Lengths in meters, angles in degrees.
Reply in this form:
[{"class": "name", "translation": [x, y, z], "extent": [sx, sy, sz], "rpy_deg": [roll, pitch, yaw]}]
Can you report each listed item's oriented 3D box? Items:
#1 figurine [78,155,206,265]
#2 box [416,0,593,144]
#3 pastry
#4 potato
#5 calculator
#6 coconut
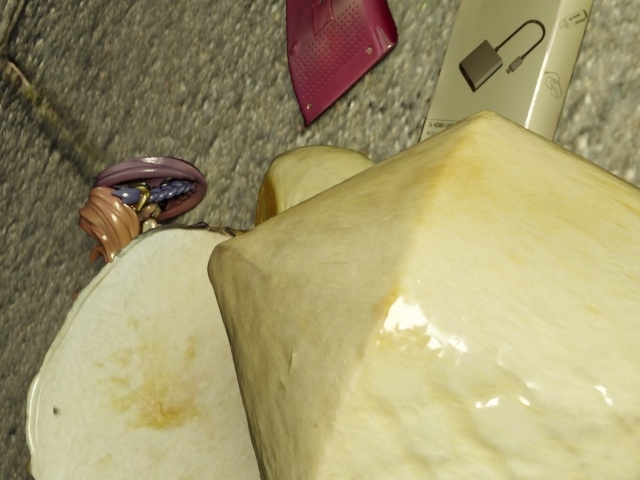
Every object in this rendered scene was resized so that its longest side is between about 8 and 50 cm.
[{"class": "figurine", "translation": [-0.172, -0.002, 1.574], "extent": [0.126, 0.114, 0.157], "rpy_deg": [93, -173, -84]}, {"class": "box", "translation": [0.131, -0.105, 1.257], "extent": [0.129, 0.033, 0.247], "rpy_deg": [13, 85, 58]}, {"class": "pastry", "translation": [0.000, 0.000, 1.320], "extent": [0.156, 0.092, 0.156], "rpy_deg": [180, 90, -80]}, {"class": "potato", "translation": [-0.070, 0.149, 1.262], "extent": [0.247, 0.196, 0.299], "rpy_deg": [-6, 77, 26]}, {"class": "calculator", "translation": [0.011, -0.203, 1.482], "extent": [0.126, 0.034, 0.190], "rpy_deg": [-42, 42, 39]}, {"class": "coconut", "translation": [0.083, 0.071, 0.963], "extent": [0.329, 0.329, 0.328], "rpy_deg": [-30, 51, 45]}]
